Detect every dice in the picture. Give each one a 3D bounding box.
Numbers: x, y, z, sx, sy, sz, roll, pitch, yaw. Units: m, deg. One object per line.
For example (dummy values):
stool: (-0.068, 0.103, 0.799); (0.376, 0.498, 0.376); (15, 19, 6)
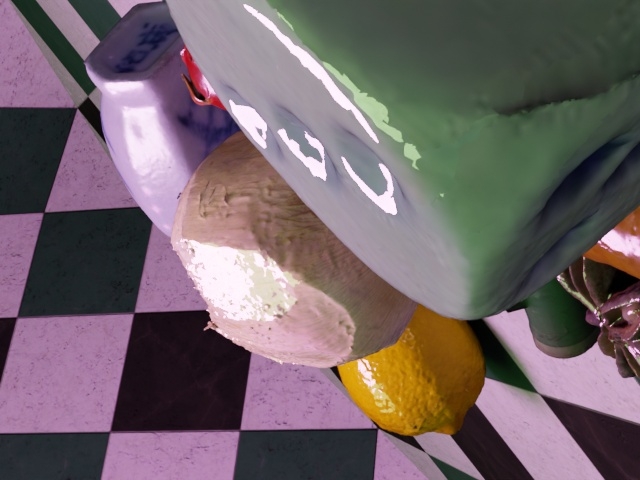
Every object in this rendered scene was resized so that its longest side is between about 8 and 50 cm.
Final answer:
dice: (0.087, -0.136, 0.728); (0.268, 0.265, 0.262); (46, 168, 16)

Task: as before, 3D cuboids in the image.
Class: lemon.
lemon: (0.122, 0.162, 1.753); (0.231, 0.192, 0.192); (56, 171, 17)

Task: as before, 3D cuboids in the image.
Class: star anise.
star anise: (0.281, 0.067, 1.127); (0.212, 0.073, 0.197); (55, 172, -37)

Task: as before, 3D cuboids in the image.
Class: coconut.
coconut: (0.000, 0.000, 1.480); (0.255, 0.297, 0.297); (5, 142, 34)

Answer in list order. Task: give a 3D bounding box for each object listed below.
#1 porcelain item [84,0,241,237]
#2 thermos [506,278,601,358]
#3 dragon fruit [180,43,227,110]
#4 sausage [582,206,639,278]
porcelain item: (-0.179, -0.136, 1.844); (0.178, 0.242, 0.405); (18, 148, 35)
thermos: (0.216, 0.032, 1.254); (0.187, 0.083, 0.073); (63, -155, -43)
dragon fruit: (-0.102, -0.213, 1.557); (0.136, 0.133, 0.166); (20, 148, 55)
sausage: (0.218, -0.028, 0.995); (0.109, 0.109, 0.270); (55, 167, -22)
